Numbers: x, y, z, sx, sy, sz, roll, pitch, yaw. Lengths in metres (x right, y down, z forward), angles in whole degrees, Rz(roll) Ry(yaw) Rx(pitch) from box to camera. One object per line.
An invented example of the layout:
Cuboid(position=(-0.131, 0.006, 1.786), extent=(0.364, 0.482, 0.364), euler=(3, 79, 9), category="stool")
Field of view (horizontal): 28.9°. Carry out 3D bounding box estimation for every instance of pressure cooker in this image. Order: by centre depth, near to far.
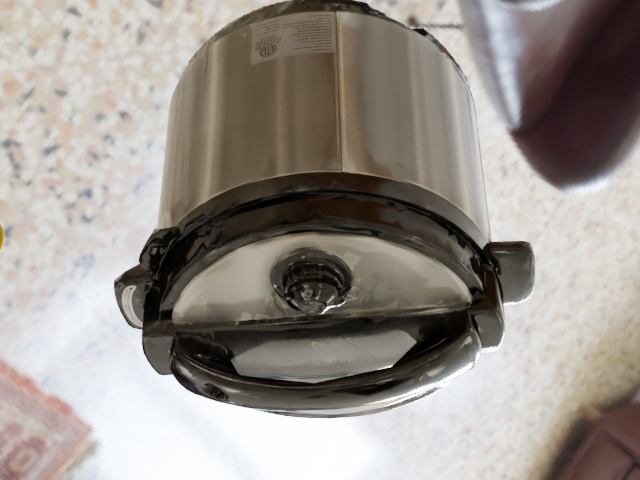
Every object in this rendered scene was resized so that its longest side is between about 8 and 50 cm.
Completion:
Cuboid(position=(-0.002, -0.004, 1.336), extent=(0.375, 0.420, 0.370), euler=(28, 131, -31), category="pressure cooker")

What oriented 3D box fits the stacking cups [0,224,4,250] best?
Cuboid(position=(-0.432, -0.092, 1.295), extent=(0.096, 0.096, 0.316), euler=(-42, 144, -21), category="stacking cups")
